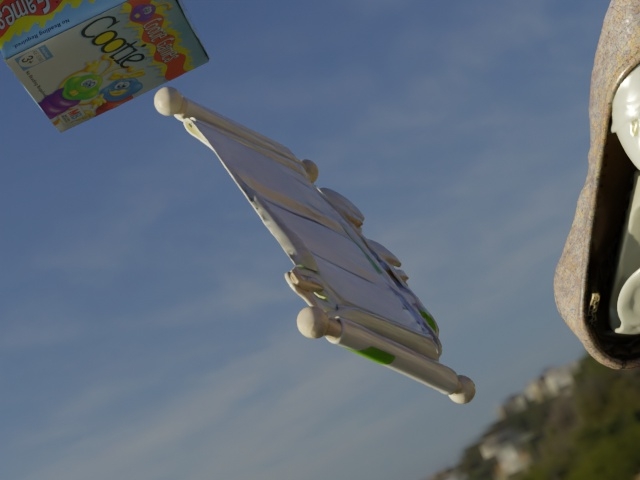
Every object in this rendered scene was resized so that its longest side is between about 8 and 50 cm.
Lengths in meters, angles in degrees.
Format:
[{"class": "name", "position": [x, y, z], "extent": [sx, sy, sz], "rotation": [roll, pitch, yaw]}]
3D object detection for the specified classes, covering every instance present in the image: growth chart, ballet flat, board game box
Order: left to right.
[{"class": "board game box", "position": [-0.220, -0.255, 1.549], "extent": [0.142, 0.275, 0.144], "rotation": [-26, -24, 1]}, {"class": "growth chart", "position": [0.000, 0.000, 1.029], "extent": [0.021, 0.237, 0.172], "rotation": [-48, -45, 12]}, {"class": "ballet flat", "position": [0.228, -0.045, 1.256], "extent": [0.107, 0.106, 0.316], "rotation": [2, -56, -4]}]
